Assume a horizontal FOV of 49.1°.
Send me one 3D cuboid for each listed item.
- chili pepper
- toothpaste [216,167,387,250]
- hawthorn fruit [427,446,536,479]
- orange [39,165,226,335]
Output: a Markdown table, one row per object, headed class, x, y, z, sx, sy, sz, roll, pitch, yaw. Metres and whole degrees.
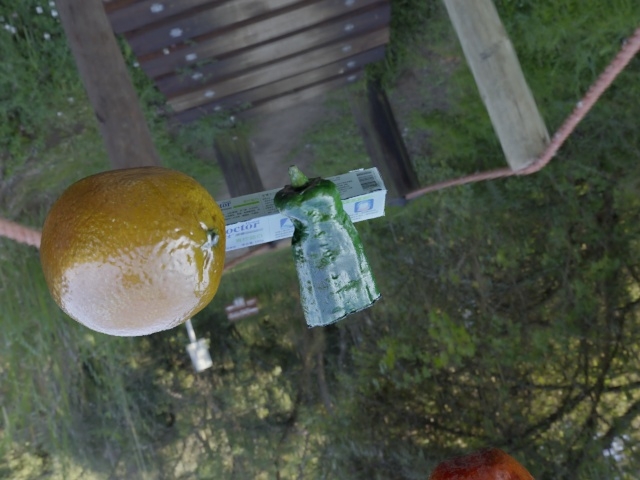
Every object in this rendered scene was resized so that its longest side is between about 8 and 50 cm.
| class | x | y | z | sx | sy | sz | roll | pitch | yaw |
| --- | --- | --- | --- | --- | --- | --- | --- | --- | --- |
| chili pepper | 0.000 | 0.000 | 1.173 | 0.136 | 0.270 | 0.099 | -17 | -169 | 8 |
| toothpaste | -0.049 | -0.055 | 1.272 | 0.336 | 0.067 | 0.081 | -13 | 143 | -9 |
| hawthorn fruit | 0.273 | 0.465 | 1.100 | 0.207 | 0.207 | 0.243 | -17 | -142 | -1 |
| orange | -0.253 | 0.011 | 0.977 | 0.264 | 0.264 | 0.264 | -17 | 176 | -1 |
